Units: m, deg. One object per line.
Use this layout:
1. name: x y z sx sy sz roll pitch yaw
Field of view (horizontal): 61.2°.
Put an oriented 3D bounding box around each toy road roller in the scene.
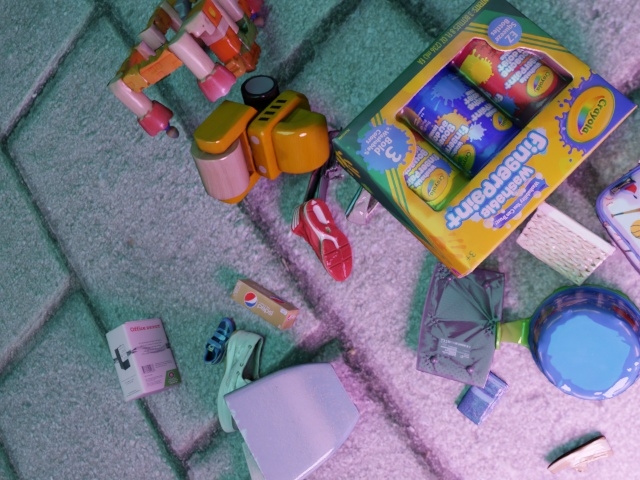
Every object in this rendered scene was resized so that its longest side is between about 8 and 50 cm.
1. toy road roller: -0.126 -0.233 1.316 0.241 0.202 0.329 22 57 24

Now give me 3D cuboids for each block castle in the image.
1. block castle: -0.317 -0.494 1.401 0.303 0.213 0.452 -19 43 29

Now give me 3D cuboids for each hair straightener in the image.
1. hair straightener: 0.028 -0.182 1.399 0.089 0.047 0.230 20 92 25

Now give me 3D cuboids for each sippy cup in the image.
1. sippy cup: 0.512 0.202 1.038 0.306 0.224 0.239 -35 73 21

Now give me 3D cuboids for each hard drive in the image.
1. hard drive: 0.317 0.185 1.217 0.172 0.054 0.254 9 86 28

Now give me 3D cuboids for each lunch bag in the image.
1. lunch bag: 0.693 -0.037 1.025 0.243 0.115 0.303 -36 74 18

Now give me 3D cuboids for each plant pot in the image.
1. plant pot: -0.047 0.422 1.287 0.253 0.247 0.247 -29 73 -9

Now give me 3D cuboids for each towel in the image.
1. towel: 0.362 0.351 1.212 0.067 0.029 0.119 36 103 24

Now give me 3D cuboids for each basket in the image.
1. basket: 0.502 0.006 1.116 0.167 0.113 0.103 41 109 22

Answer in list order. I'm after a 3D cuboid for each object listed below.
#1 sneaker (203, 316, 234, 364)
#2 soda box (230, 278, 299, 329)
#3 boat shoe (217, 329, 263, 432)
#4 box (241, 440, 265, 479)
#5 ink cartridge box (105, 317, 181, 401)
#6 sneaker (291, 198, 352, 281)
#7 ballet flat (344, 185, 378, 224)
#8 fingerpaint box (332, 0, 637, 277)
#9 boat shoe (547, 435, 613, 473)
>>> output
1. sneaker: -0.285 0.285 1.515 0.053 0.059 0.144 22 96 28
2. soda box: -0.151 0.169 1.453 0.181 0.061 0.058 29 100 24
3. boat shoe: -0.206 0.383 1.450 0.096 0.098 0.276 5 89 27
4. box: -0.115 0.649 1.359 0.067 0.063 0.323 -36 56 14
5. ink cartridge box: -0.514 0.342 1.573 0.087 0.153 0.208 -28 75 23
6. sneaker: 0.000 0.000 1.394 0.128 0.087 0.221 -5 106 62
7. ballet flat: 0.129 -0.138 1.339 0.068 0.072 0.213 23 99 -3
8. fingerpaint box: 0.311 -0.210 1.092 0.445 0.163 0.371 -44 79 -1
9. boat shoe: 0.534 0.452 1.112 0.135 0.050 0.045 -38 67 19
